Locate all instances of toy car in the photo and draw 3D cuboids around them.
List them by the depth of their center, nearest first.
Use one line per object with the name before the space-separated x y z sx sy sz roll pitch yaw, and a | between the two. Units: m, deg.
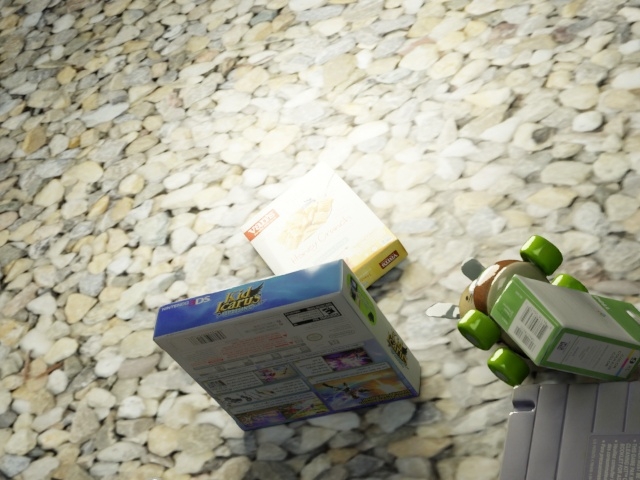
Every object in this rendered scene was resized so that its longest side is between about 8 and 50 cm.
toy car | 0.219 0.074 1.663 0.155 0.149 0.188 -48 33 -13

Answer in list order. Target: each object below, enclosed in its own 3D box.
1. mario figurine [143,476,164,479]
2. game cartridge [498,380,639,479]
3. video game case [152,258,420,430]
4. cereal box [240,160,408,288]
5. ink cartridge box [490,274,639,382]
mario figurine | -0.219 0.407 1.516 0.170 0.320 0.198 -19 46 17
game cartridge | 0.306 0.322 1.446 0.230 0.068 0.355 -3 53 26
video game case | -0.040 0.143 1.682 0.270 0.244 0.061 -15 46 22
cereal box | 0.000 0.000 1.921 0.173 0.047 0.240 -39 43 -2
ink cartridge box | 0.319 0.112 1.548 0.062 0.209 0.109 -62 38 20
